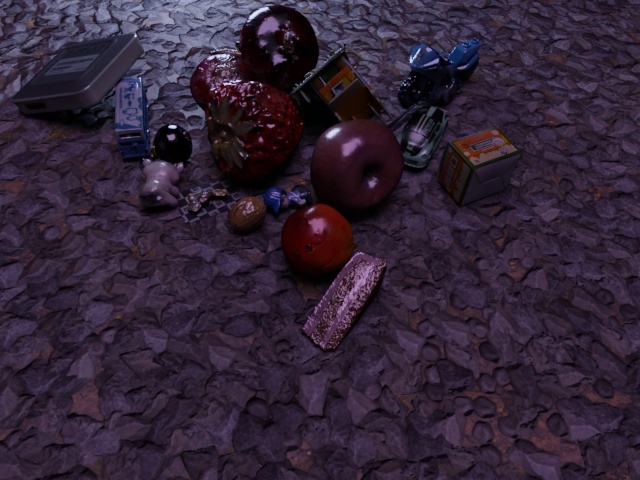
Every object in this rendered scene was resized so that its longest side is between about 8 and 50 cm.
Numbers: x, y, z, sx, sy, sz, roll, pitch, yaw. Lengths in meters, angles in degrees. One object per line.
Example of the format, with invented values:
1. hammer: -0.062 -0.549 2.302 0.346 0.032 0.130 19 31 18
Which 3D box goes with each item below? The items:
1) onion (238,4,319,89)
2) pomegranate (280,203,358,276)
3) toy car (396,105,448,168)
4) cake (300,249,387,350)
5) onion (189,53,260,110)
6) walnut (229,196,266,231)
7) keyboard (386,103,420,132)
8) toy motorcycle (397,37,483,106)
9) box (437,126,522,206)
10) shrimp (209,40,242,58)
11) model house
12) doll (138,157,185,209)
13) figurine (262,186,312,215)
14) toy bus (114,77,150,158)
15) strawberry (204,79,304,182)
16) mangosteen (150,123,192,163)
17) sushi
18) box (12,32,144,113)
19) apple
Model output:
1. onion: -0.148 -0.720 2.133 0.314 0.232 0.313 2 84 -17
2. pomegranate: 0.000 0.000 1.631 0.235 0.210 0.210 1 42 -47
3. toy car: 0.350 -0.379 2.003 0.136 0.125 0.305 23 55 14
4. cake: 0.070 0.170 1.587 0.116 0.112 0.295 31 69 21
5. onion: -0.330 -0.534 2.036 0.247 0.190 0.246 1 72 -4
6. walnut: -0.220 -0.078 1.741 0.124 0.105 0.105 -41 64 -13
7. keyboard: 0.244 -0.386 1.980 0.231 0.023 0.072 -39 17 7
8. toy motorcycle: 0.455 -0.647 2.153 0.416 0.232 0.172 -28 56 -24
9. box: 0.506 -0.241 1.870 0.195 0.177 0.148 -20 55 -18
10. shrimp: -0.353 -0.765 2.310 0.178 0.034 0.124 -1 46 -1
11. model house: 0.082 -0.489 2.023 0.242 0.312 0.357 -37 14 11
12. doll: -0.505 -0.180 1.800 0.149 0.095 0.192 -2 53 2
13. figurine: -0.102 -0.129 1.805 0.149 0.087 0.086 -13 17 -15
14. toy bus: -0.633 -0.414 1.951 0.106 0.131 0.297 -8 52 -9
15. strawberry: -0.200 -0.369 1.877 0.345 0.295 0.317 -31 94 -54
16. mangosteen: -0.494 -0.305 1.892 0.151 0.137 0.137 -30 52 16
17. sushi: -0.351 -0.138 1.818 0.201 0.031 0.139 -20 56 -19
18. box: -0.845 -0.590 2.028 0.367 0.090 0.373 1 49 25
19. apple: 0.103 -0.233 1.776 0.306 0.305 0.235 -24 34 -21
